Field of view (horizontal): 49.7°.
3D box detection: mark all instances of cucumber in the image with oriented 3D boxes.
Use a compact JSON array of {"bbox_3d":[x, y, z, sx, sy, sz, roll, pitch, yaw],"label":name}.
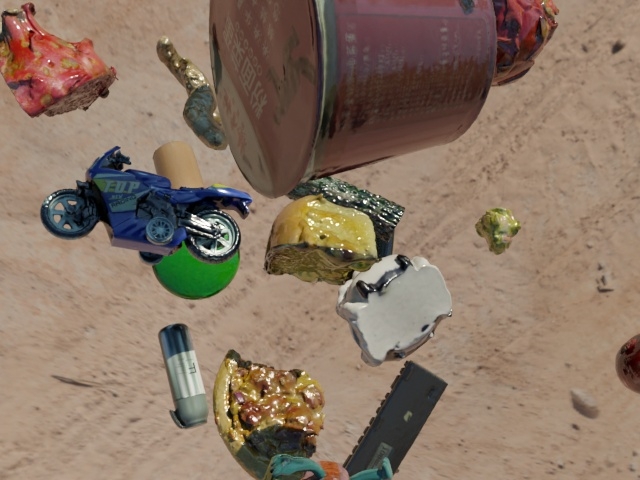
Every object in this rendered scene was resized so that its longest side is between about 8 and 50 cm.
[{"bbox_3d":[0.009,-0.106,1.544,0.360,0.096,0.096,25,75,7],"label":"cucumber"}]

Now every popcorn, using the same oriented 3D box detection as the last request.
[{"bbox_3d":[0.417,-0.028,1.636,0.089,0.097,0.109,-34,123,-13],"label":"popcorn"}]

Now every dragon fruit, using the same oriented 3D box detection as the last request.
[{"bbox_3d":[-0.486,-0.332,1.242,0.134,0.262,0.211,-42,104,10],"label":"dragon fruit"},{"bbox_3d":[0.352,-0.466,1.510,0.343,0.277,0.277,-3,72,-42],"label":"dragon fruit"}]

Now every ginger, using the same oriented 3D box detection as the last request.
[{"bbox_3d":[-0.207,-0.244,1.223,0.065,0.149,0.258,-36,61,9],"label":"ginger"}]

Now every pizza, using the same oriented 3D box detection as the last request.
[{"bbox_3d":[-0.109,0.420,1.651,0.278,0.114,0.408,-15,56,-18],"label":"pizza"}]

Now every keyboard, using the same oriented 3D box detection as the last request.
[{"bbox_3d":[0.091,0.342,1.098,0.106,0.027,0.316,36,83,-31],"label":"keyboard"}]

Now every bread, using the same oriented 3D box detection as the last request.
[{"bbox_3d":[0.002,-0.008,1.161,0.175,0.251,0.132,13,76,-7],"label":"bread"}]

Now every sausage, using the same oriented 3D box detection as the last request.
[{"bbox_3d":[-0.395,-0.163,1.962,0.123,0.123,0.252,-18,52,-8],"label":"sausage"}]

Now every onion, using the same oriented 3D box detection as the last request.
[{"bbox_3d":[0.626,0.234,1.314,0.131,0.131,0.131,1,75,-4],"label":"onion"}]

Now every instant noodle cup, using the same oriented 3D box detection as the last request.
[{"bbox_3d":[0.023,-0.160,0.588,0.179,0.235,0.234,-9,75,-25],"label":"instant noodle cup"}]

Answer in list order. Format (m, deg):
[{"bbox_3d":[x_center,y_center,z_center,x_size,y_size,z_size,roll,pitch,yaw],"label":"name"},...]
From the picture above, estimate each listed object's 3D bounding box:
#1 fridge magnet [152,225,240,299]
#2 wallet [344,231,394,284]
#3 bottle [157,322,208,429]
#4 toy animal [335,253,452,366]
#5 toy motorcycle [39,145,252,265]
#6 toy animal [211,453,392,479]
[{"bbox_3d":[-0.292,0.036,1.619,0.208,0.088,0.207,0,82,-3],"label":"fridge magnet"},{"bbox_3d":[0.125,0.029,1.777,0.133,0.039,0.243,-8,61,33],"label":"wallet"},{"bbox_3d":[-0.340,0.332,1.687,0.096,0.079,0.253,-11,73,-24],"label":"bottle"},{"bbox_3d":[0.129,0.129,1.341,0.208,0.156,0.204,-33,104,-19],"label":"toy animal"},{"bbox_3d":[-0.265,-0.057,1.086,0.316,0.113,0.168,10,66,-18],"label":"toy motorcycle"},{"bbox_3d":[-0.016,0.267,0.721,0.209,0.100,0.103,6,118,-19],"label":"toy animal"}]
